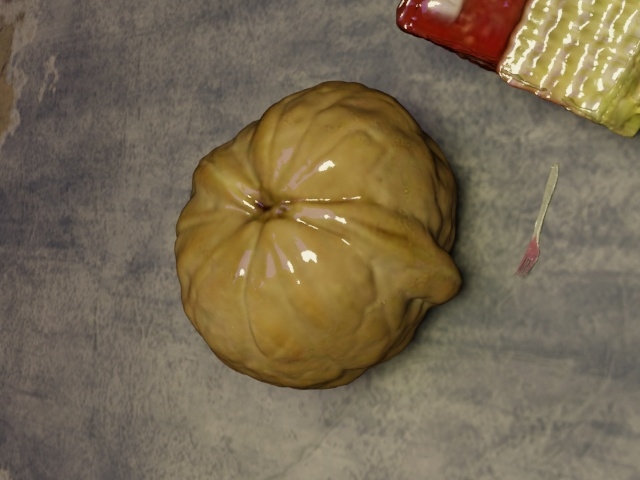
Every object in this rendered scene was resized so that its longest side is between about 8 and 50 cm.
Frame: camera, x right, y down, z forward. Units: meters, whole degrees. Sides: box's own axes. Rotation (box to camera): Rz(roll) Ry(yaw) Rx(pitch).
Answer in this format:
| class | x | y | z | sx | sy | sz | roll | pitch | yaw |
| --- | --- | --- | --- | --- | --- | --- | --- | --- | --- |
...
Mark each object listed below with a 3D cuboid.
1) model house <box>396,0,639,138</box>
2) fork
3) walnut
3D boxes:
| class | x | y | z | sx | sy | sz | roll | pitch | yaw |
| --- | --- | --- | --- | --- | --- | --- | --- | --- | --- |
| model house | 0.228 | -0.216 | 0.815 | 0.254 | 0.160 | 0.196 | 38 | 108 | 39 |
| fork | 0.210 | -0.019 | 0.890 | 0.016 | 0.012 | 0.115 | 16 | 87 | 40 |
| walnut | 0.000 | 0.000 | 0.904 | 0.285 | 0.285 | 0.296 | 21 | 85 | 44 |
